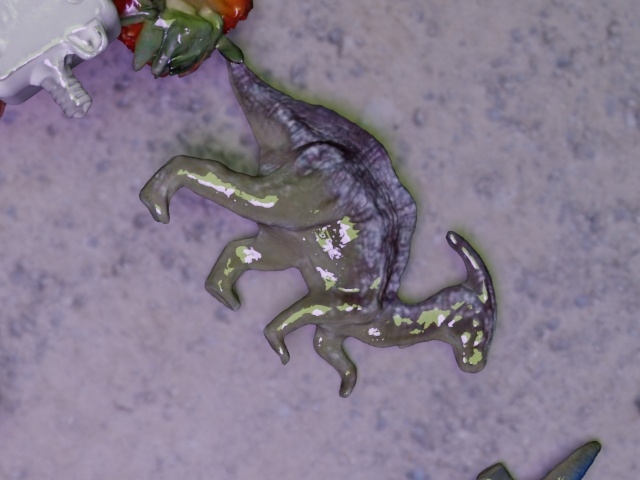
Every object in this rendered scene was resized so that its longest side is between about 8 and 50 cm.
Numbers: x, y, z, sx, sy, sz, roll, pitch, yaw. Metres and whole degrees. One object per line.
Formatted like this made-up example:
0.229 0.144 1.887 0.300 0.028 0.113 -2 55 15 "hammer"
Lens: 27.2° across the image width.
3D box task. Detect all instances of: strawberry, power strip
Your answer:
-0.129 -0.192 0.946 0.192 0.085 0.140 41 41 -9 "strawberry"
-0.241 -0.219 0.855 0.098 0.058 0.338 -35 85 -6 "power strip"

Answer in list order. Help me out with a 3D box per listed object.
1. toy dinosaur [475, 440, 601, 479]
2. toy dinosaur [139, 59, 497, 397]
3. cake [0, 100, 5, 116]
0.135 0.266 0.957 0.247 0.075 0.188 -30 97 -12 "toy dinosaur"
-0.001 0.001 0.957 0.162 0.077 0.294 -43 103 -11 "toy dinosaur"
-0.232 -0.155 0.932 0.090 0.109 0.225 0 84 -3 "cake"
